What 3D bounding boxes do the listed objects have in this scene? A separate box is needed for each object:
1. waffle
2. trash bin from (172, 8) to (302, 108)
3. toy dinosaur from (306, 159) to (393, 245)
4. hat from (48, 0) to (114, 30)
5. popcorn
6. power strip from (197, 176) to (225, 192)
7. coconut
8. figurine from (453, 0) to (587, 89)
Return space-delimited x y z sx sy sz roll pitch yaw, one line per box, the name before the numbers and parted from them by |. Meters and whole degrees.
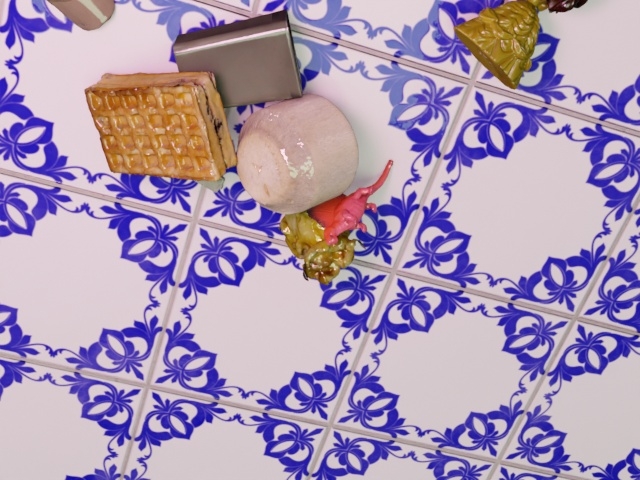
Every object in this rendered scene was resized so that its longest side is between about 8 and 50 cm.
waffle | -0.334 -0.240 1.789 0.308 0.091 0.213 5 122 30
trash bin | -0.168 -0.366 1.797 0.240 0.122 0.164 -11 119 4
toy dinosaur | 0.054 -0.092 1.916 0.139 0.286 0.070 9 136 22
hat | -0.495 -0.497 1.722 0.147 0.085 0.175 -39 112 15
popcorn | -0.002 -0.010 1.952 0.173 0.195 0.168 -14 119 -3
power strip | -0.261 -0.144 1.964 0.090 0.016 0.040 29 112 -18
coconut | -0.041 -0.185 1.835 0.237 0.266 0.237 25 130 34
figurine | 0.448 -0.487 1.774 0.187 0.168 0.315 43 99 -11
